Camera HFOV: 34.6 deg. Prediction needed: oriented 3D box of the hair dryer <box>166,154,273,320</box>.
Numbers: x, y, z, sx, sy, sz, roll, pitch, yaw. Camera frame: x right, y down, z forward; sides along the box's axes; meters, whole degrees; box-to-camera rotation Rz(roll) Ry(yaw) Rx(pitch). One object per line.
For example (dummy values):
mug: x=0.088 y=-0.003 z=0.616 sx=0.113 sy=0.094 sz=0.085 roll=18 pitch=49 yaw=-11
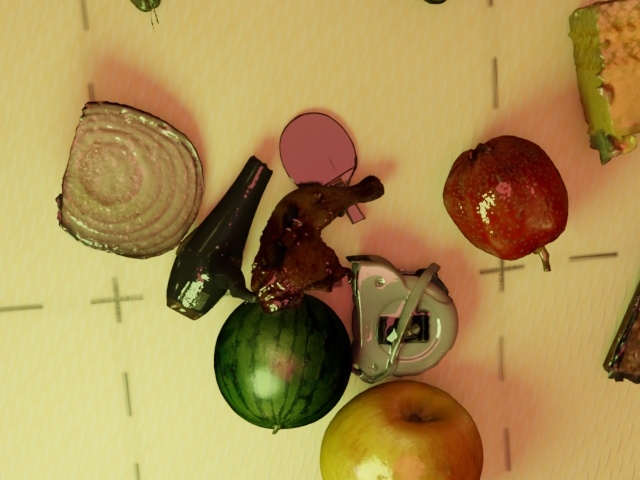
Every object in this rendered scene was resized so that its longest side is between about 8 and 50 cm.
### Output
hair dryer: x=-0.131 y=0.023 z=1.684 sx=0.120 sy=0.359 sz=0.303 roll=32 pitch=91 yaw=-23

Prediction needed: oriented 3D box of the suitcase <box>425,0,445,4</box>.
suitcase: x=0.171 y=-0.526 z=1.725 sx=0.235 sy=0.143 sz=0.193 roll=33 pitch=95 yaw=-7

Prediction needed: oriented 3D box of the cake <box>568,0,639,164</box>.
cake: x=0.557 y=-0.271 z=1.731 sx=0.228 sy=0.222 sz=0.285 roll=-10 pitch=98 yaw=5

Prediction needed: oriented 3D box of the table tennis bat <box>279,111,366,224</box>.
table tennis bat: x=0.012 y=-0.125 z=1.835 sx=0.130 sy=0.019 sz=0.220 roll=-31 pitch=96 yaw=2

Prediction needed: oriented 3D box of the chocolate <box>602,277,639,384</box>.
chocolate: x=0.604 y=0.104 z=1.873 sx=0.102 sy=0.065 sz=0.329 roll=16 pitch=98 yaw=-23

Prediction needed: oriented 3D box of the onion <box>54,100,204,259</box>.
onion: x=-0.334 y=-0.098 z=1.786 sx=0.248 sy=0.111 sz=0.250 roll=16 pitch=86 yaw=-26

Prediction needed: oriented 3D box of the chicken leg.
chicken leg: x=-0.011 y=-0.006 z=1.743 sx=0.178 sy=0.083 sz=0.322 roll=18 pitch=58 yaw=6

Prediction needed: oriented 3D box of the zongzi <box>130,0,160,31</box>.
zongzi: x=-0.340 y=-0.428 z=1.751 sx=0.131 sy=0.062 sz=0.154 roll=-10 pitch=105 yaw=-18

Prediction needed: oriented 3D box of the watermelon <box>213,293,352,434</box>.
watermelon: x=-0.064 y=0.206 z=1.767 sx=0.243 sy=0.242 sz=0.242 roll=0 pitch=98 yaw=-3

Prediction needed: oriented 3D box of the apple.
apple: x=0.142 y=0.373 z=1.778 sx=0.286 sy=0.286 sz=0.233 roll=17 pitch=117 yaw=-5

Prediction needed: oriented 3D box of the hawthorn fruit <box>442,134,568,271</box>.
hawthorn fruit: x=0.331 y=-0.053 z=1.775 sx=0.205 sy=0.205 sz=0.253 roll=-31 pitch=105 yaw=2

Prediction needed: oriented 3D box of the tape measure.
tape measure: x=0.145 y=0.141 z=1.828 sx=0.197 sy=0.120 sz=0.236 roll=-2 pitch=102 yaw=-4
